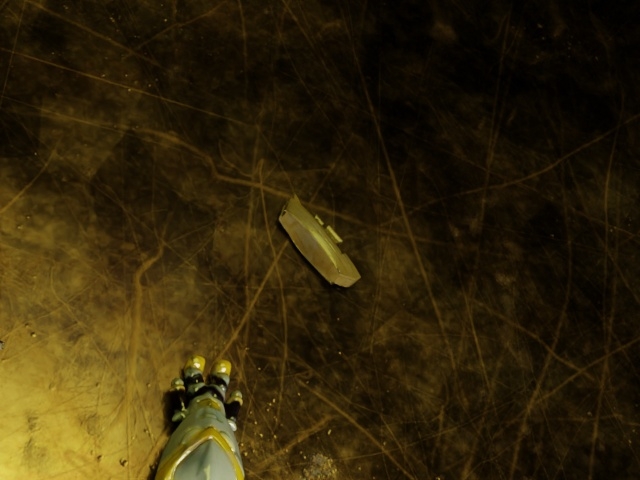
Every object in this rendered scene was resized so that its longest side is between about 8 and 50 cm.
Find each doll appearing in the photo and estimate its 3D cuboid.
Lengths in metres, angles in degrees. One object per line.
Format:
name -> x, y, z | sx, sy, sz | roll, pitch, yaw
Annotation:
doll -> -0.188, 0.337, 1.942 | 0.145, 0.103, 0.316 | 32, 40, -34

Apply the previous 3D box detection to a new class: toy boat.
toy boat -> 0.000, 0.000, 2.234 | 0.072, 0.064, 0.206 | -27, 76, -48

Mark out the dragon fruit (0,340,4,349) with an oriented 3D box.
dragon fruit -> -0.573, 0.157, 1.891 | 0.126, 0.068, 0.112 | 26, 71, -25
